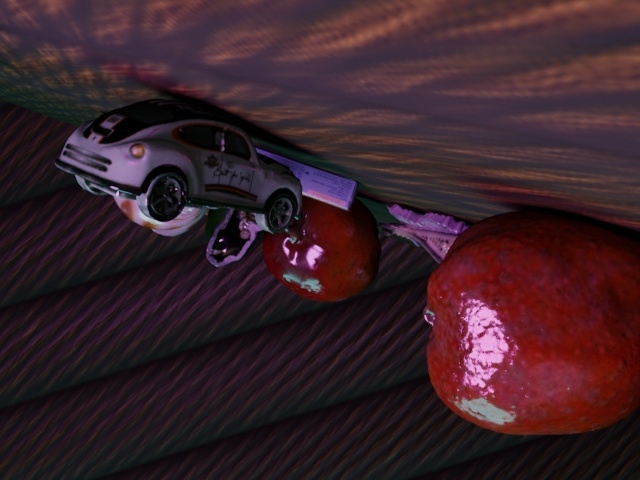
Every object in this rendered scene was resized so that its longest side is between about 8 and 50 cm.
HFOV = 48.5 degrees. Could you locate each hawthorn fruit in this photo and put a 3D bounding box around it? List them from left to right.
[{"bbox_3d":[0.000,0.000,1.221,0.215,0.215,0.249,20,175,22],"label":"hawthorn fruit"},{"bbox_3d":[0.229,0.083,0.644,0.262,0.211,0.210,11,177,21],"label":"hawthorn fruit"}]

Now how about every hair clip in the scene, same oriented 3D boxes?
[{"bbox_3d":[0.170,-0.002,1.105,0.106,0.085,0.292,35,179,-23],"label":"hair clip"}]

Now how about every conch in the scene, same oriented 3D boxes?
[{"bbox_3d":[-0.230,-0.094,1.079,0.182,0.148,0.275,40,-160,-31],"label":"conch"}]

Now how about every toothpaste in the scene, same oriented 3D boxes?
[{"bbox_3d":[-0.039,-0.096,1.070,0.193,0.044,0.070,20,-178,6],"label":"toothpaste"}]

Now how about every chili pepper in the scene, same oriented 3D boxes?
[{"bbox_3d":[-0.129,-0.033,1.128,0.099,0.136,0.270,15,-179,-11],"label":"chili pepper"}]

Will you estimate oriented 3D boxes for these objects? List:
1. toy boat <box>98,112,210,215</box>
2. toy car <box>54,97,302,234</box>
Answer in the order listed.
[{"bbox_3d":[-0.309,-0.157,1.458,0.445,0.136,0.162,25,178,22],"label":"toy boat"},{"bbox_3d":[-0.138,-0.088,0.805,0.136,0.125,0.305,21,-169,38],"label":"toy car"}]
